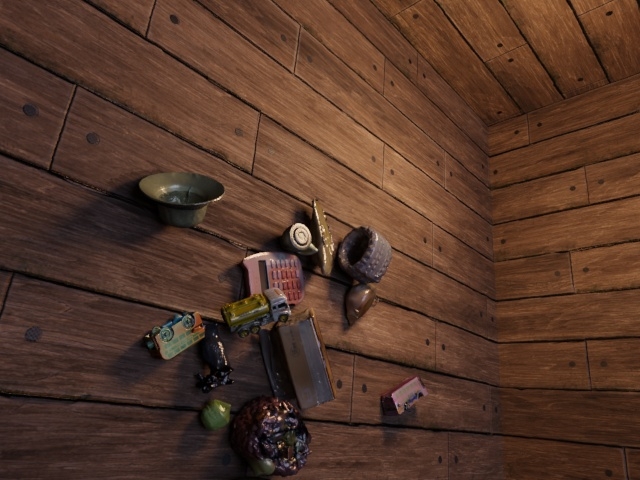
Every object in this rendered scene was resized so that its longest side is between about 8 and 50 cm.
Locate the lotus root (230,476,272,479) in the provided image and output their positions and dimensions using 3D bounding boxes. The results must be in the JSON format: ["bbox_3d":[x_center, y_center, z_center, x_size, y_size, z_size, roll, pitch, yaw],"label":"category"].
[{"bbox_3d":[-0.181,0.850,1.423,0.346,0.251,0.250,36,55,-32],"label":"lotus root"}]

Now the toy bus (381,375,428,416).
[{"bbox_3d":[0.396,0.726,2.190,0.274,0.090,0.112,-9,77,-50],"label":"toy bus"}]

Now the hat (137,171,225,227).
[{"bbox_3d":[-0.431,-0.110,1.459,0.257,0.257,0.130,-23,133,-48],"label":"hat"}]

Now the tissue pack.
[{"bbox_3d":[-0.087,0.425,1.684,0.239,0.239,0.305,-18,93,-49],"label":"tissue pack"}]

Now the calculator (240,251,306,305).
[{"bbox_3d":[-0.169,0.152,1.761,0.330,0.048,0.219,2,77,-50],"label":"calculator"}]

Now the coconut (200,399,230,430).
[{"bbox_3d":[-0.322,0.540,1.457,0.096,0.088,0.087,-29,103,-18],"label":"coconut"}]

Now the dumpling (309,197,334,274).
[{"bbox_3d":[-0.004,0.000,1.949,0.166,0.086,0.331,49,33,-65],"label":"dumpling"}]

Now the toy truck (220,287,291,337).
[{"bbox_3d":[-0.216,0.237,1.576,0.227,0.098,0.114,-18,122,-22],"label":"toy truck"}]

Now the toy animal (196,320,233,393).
[{"bbox_3d":[-0.333,0.359,1.471,0.121,0.117,0.209,-6,86,-42],"label":"toy animal"}]

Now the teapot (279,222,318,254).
[{"bbox_3d":[-0.092,-0.002,1.839,0.149,0.108,0.111,8,72,-41],"label":"teapot"}]

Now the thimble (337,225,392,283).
[{"bbox_3d":[0.201,0.066,2.065,0.172,0.205,0.236,39,45,-35],"label":"thimble"}]

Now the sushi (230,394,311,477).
[{"bbox_3d":[-0.155,0.658,1.541,0.270,0.171,0.236,59,44,-21],"label":"sushi"}]

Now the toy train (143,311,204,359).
[{"bbox_3d":[-0.438,0.287,1.408,0.188,0.072,0.099,-32,109,-48],"label":"toy train"}]

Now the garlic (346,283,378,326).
[{"bbox_3d":[0.204,0.254,2.111,0.267,0.148,0.128,-20,59,-44],"label":"garlic"}]
